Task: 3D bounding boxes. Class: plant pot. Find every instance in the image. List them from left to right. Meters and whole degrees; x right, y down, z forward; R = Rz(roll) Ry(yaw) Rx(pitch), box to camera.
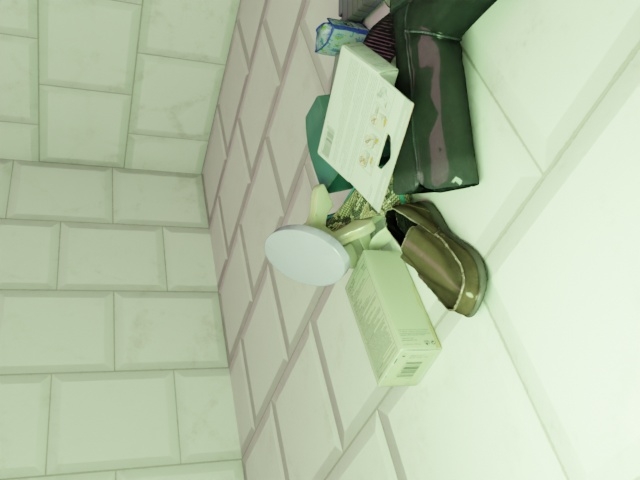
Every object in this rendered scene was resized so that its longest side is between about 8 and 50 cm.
[{"bbox_3d":[0.059,-0.278,1.758,0.234,0.166,0.165,66,151,17],"label":"plant pot"}]

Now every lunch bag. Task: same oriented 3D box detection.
[{"bbox_3d":[0.066,-0.608,1.912,0.151,0.129,0.096,-172,84,-70],"label":"lunch bag"}]

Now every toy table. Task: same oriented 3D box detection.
[{"bbox_3d":[0.000,0.000,1.660,0.274,0.161,0.252,13,133,39],"label":"toy table"}]

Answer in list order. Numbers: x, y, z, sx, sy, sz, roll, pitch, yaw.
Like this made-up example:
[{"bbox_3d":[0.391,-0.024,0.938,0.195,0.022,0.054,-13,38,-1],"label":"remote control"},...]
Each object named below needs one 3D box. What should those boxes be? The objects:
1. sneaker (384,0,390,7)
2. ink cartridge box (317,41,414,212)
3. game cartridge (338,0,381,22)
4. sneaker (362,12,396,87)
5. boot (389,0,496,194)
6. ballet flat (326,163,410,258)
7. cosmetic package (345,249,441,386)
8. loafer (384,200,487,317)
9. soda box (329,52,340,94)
[{"bbox_3d":[0.179,-0.625,1.523,0.108,0.100,0.271,-53,-3,-7],"label":"sneaker"},{"bbox_3d":[0.113,-0.256,1.463,0.261,0.066,0.296,48,141,33],"label":"ink cartridge box"},{"bbox_3d":[0.121,-0.835,1.898,0.230,0.068,0.354,173,99,-65],"label":"game cartridge"},{"bbox_3d":[0.167,-0.434,1.650,0.122,0.146,0.330,32,96,33],"label":"sneaker"},{"bbox_3d":[0.275,-0.325,1.315,0.367,0.146,0.445,176,95,-65],"label":"boot"},{"bbox_3d":[0.099,-0.041,1.760,0.483,0.164,0.182,-36,74,62],"label":"ballet flat"},{"bbox_3d":[0.170,0.187,1.579,0.160,0.113,0.309,113,151,-42],"label":"cosmetic package"},{"bbox_3d":[0.234,0.038,1.402,0.366,0.130,0.133,-119,37,-54],"label":"loafer"},{"bbox_3d":[0.080,-0.405,1.905,0.098,0.091,0.286,-137,53,-63],"label":"soda box"}]
